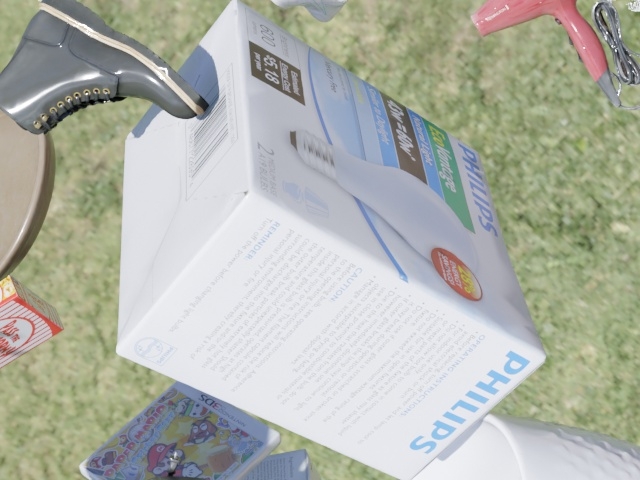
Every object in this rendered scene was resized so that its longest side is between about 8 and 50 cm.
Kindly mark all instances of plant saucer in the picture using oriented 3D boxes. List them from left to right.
[{"bbox_3d":[-0.418,-0.056,1.509,0.277,0.041,0.278,-17,63,37],"label":"plant saucer"}]

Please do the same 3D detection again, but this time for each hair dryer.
[{"bbox_3d":[0.357,-0.309,1.703,0.293,0.080,0.224,10,96,15],"label":"hair dryer"}]

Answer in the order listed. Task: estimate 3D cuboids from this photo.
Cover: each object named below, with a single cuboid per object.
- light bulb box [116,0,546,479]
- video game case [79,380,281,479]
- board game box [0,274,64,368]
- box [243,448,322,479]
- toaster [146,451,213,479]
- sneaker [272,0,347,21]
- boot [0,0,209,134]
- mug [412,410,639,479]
[{"bbox_3d":[0.000,0.000,1.259,0.225,0.361,0.358,-47,31,27],"label":"light bulb box"},{"bbox_3d":[-0.208,0.317,1.807,0.206,0.026,0.227,26,50,31],"label":"video game case"},{"bbox_3d":[-0.490,0.137,1.746,0.193,0.147,0.045,-32,62,2],"label":"board game box"},{"bbox_3d":[-0.051,0.457,1.915,0.119,0.181,0.182,-12,49,8],"label":"box"},{"bbox_3d":[-0.162,0.363,1.410,0.146,0.129,0.227,133,142,-78],"label":"toaster"},{"bbox_3d":[-0.022,-0.378,1.829,0.061,0.152,0.054,-32,62,40],"label":"sneaker"},{"bbox_3d":[-0.220,-0.136,1.172,0.198,0.077,0.137,33,84,17],"label":"boot"},{"bbox_3d":[0.302,0.341,1.252,0.374,0.328,0.276,177,105,-68],"label":"mug"}]
